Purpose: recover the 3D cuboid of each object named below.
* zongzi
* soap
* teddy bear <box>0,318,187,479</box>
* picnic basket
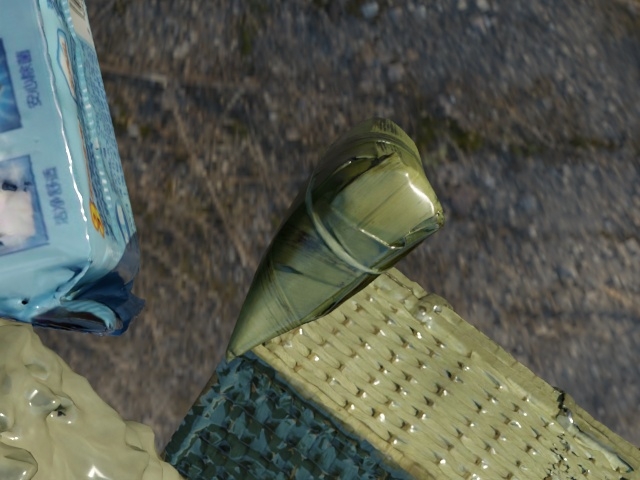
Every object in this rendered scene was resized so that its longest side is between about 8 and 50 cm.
[{"bbox_3d":[0.000,0.000,0.748,0.113,0.104,0.052,-44,100,10],"label":"zongzi"},{"bbox_3d":[-0.152,-0.090,0.807,0.077,0.156,0.293,-13,84,1],"label":"soap"},{"bbox_3d":[-0.255,0.130,0.549,0.368,0.357,0.224,-13,102,22],"label":"teddy bear"},{"bbox_3d":[0.043,0.108,0.834,0.196,0.154,0.134,37,129,8],"label":"picnic basket"}]
